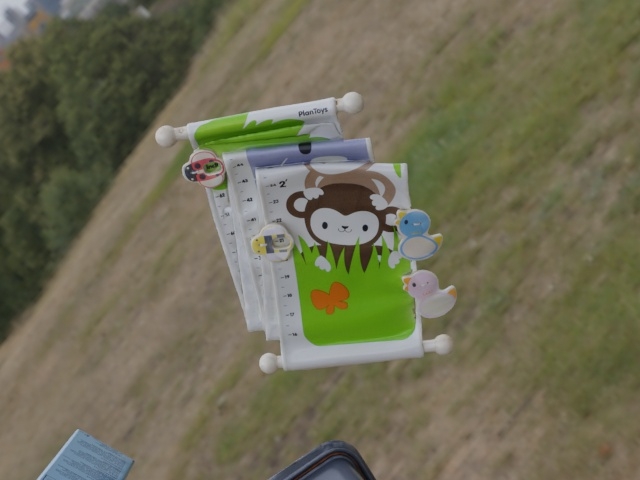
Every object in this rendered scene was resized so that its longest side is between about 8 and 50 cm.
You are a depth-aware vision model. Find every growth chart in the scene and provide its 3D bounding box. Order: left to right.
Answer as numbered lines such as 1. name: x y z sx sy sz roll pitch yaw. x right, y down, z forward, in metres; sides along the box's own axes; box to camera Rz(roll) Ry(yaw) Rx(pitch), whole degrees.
1. growth chart: 0.000 0.000 1.001 0.172 0.237 0.021 -14 27 11

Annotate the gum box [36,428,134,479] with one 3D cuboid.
1. gum box: -0.156 0.188 0.685 0.157 0.041 0.184 -61 2 2

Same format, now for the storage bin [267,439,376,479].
1. storage bin: 0.021 0.217 0.916 0.098 0.135 0.091 -32 14 -10
